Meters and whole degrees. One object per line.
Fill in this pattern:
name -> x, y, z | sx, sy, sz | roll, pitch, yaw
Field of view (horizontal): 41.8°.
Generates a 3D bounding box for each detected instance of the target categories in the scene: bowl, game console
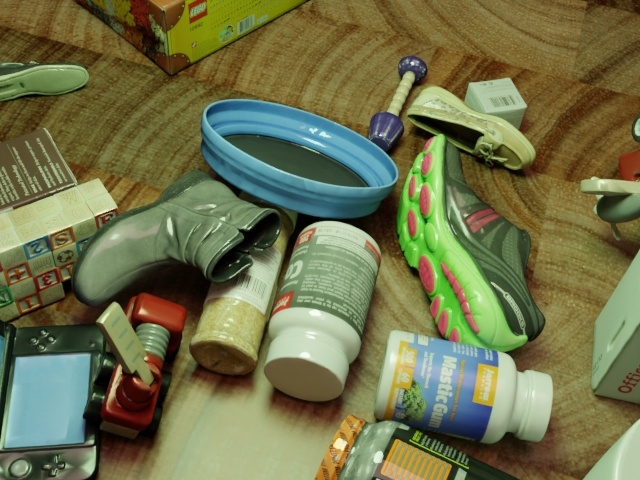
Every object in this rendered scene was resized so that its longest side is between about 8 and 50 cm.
bowl -> -0.044, -0.160, 1.617 | 0.391, 0.077, 0.391 | 16, 25, -8
game console -> -0.480, 0.225, 1.316 | 0.250, 0.173, 0.293 | -3, 53, -7

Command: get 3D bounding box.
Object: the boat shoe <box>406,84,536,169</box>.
boat shoe -> 0.318, -0.222, 1.781 | 0.285, 0.105, 0.089 | 31, 61, 15

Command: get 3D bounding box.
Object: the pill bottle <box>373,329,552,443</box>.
pill bottle -> 0.232, 0.246, 1.374 | 0.272, 0.152, 0.152 | 11, 52, 5

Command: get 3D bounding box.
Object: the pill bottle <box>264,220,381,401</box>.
pill bottle -> 0.003, 0.120, 1.448 | 0.161, 0.161, 0.283 | 13, 52, 5

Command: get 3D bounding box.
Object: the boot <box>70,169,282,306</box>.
boot -> -0.246, 0.018, 1.427 | 0.338, 0.118, 0.222 | -44, 49, -18

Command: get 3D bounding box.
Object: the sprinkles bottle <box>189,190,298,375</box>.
sprinkles bottle -> -0.132, 0.063, 1.506 | 0.121, 0.121, 0.355 | 11, 52, 4

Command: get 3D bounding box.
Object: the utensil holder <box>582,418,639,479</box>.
utensil holder -> 0.473, 0.431, 1.103 | 0.327, 0.385, 0.328 | 3, 52, -4

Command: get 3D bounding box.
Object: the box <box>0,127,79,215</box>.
box -> -0.558, -0.068, 1.542 | 0.203, 0.168, 0.167 | -24, 58, -21

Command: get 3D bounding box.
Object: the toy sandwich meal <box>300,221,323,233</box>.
toy sandwich meal -> 0.000, 0.000, 1.628 | 0.085, 0.029, 0.086 | -5, 49, 5

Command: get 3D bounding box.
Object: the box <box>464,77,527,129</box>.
box -> 0.383, -0.292, 1.851 | 0.101, 0.087, 0.102 | -10, 53, -13

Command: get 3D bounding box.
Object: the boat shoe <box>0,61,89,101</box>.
boat shoe -> -0.625, -0.363, 1.822 | 0.233, 0.084, 0.079 | -9, 54, -8

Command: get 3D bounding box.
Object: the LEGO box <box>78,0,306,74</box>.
LEGO box -> -0.291, -0.664, 2.018 | 0.372, 0.193, 0.500 | 39, 59, 23

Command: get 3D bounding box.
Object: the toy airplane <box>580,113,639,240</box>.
toy airplane -> 0.722, -0.071, 1.595 | 0.386, 0.272, 0.384 | 19, 19, 27

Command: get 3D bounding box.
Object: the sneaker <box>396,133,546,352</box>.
sneaker -> 0.279, 0.007, 1.581 | 0.202, 0.185, 0.483 | 5, 53, -24

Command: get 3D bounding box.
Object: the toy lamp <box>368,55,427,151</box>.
toy lamp -> 0.168, -0.301, 1.846 | 0.080, 0.080, 0.275 | 17, 53, 8

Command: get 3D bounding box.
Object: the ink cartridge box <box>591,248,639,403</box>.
ink cartridge box -> 0.683, 0.167, 1.395 | 0.384, 0.279, 0.160 | 12, 51, 4

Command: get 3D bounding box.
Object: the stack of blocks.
stack of blocks -> -0.498, 0.027, 1.468 | 0.297, 0.171, 0.087 | -25, 54, -23

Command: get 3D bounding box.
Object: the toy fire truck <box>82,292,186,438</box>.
toy fire truck -> -0.286, 0.163, 1.310 | 0.158, 0.246, 0.217 | 22, 50, -15

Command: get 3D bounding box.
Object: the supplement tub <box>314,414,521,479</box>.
supplement tub -> 0.153, 0.391, 1.228 | 0.316, 0.194, 0.193 | 24, 54, 14
